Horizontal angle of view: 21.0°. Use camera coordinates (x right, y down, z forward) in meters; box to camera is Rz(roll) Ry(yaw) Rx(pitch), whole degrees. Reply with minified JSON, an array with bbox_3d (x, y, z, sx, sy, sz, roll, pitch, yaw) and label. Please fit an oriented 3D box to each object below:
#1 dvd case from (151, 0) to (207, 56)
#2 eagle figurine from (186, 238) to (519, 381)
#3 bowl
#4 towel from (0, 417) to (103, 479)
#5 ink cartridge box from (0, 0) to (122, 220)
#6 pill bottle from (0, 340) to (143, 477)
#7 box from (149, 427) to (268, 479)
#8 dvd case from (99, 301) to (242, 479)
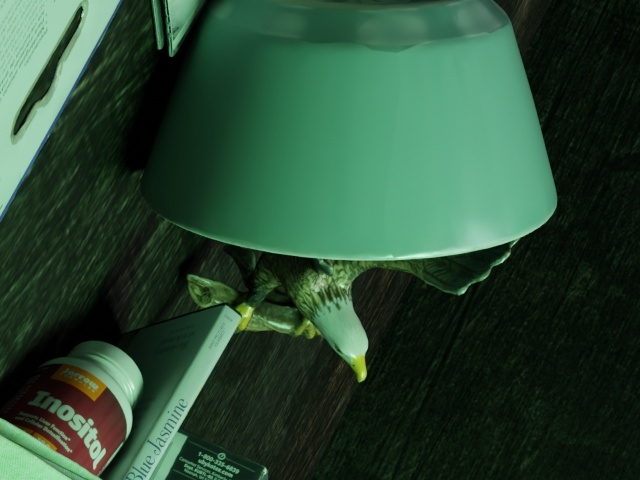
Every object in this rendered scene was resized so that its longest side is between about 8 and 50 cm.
[{"bbox_3d":[-0.071,-0.244,1.147,0.221,0.018,0.164,94,22,-64],"label":"dvd case"},{"bbox_3d":[0.007,0.009,1.457,0.226,0.225,0.298,-49,178,-36],"label":"eagle figurine"},{"bbox_3d":[0.024,-0.112,1.266,0.311,0.312,0.163,-46,141,-63],"label":"bowl"},{"bbox_3d":[-0.238,0.235,0.886,0.325,0.038,0.248,-47,144,-1],"label":"towel"},{"bbox_3d":[-0.142,-0.159,0.734,0.330,0.071,0.324,106,5,-55],"label":"ink cartridge box"},{"bbox_3d":[-0.189,0.138,1.234,0.152,0.086,0.086,-54,165,-52],"label":"pill bottle"},{"bbox_3d":[-0.145,0.270,1.539,0.143,0.165,0.270,-61,170,-23],"label":"box"},{"bbox_3d":[-0.167,0.164,1.324,0.180,0.022,0.253,-18,-142,55],"label":"dvd case"}]
